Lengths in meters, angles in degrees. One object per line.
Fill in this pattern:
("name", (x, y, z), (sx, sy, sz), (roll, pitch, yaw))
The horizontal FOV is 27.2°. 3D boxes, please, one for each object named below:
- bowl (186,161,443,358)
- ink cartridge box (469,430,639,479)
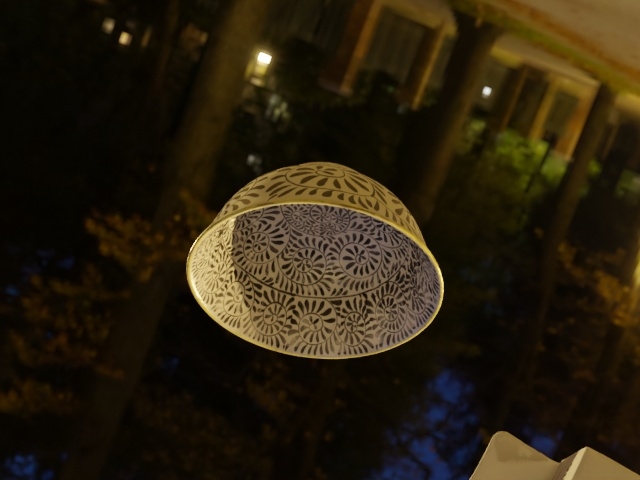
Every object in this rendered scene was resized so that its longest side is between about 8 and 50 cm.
("bowl", (0.000, 0.000, 0.893), (0.170, 0.170, 0.080), (19, -130, -14))
("ink cartridge box", (0.163, 0.194, 0.720), (0.198, 0.115, 0.067), (29, 163, 5))
